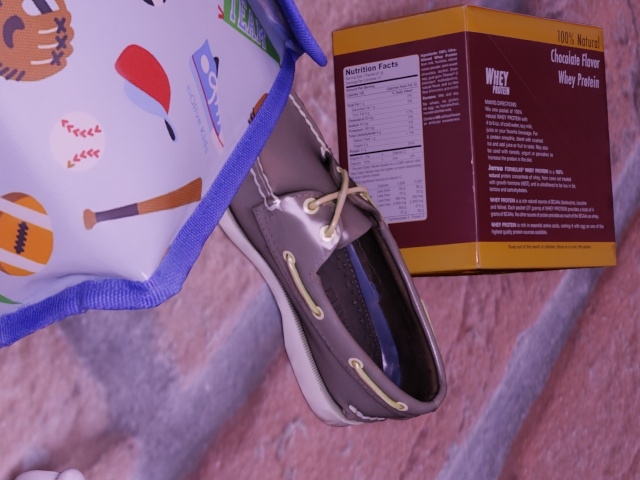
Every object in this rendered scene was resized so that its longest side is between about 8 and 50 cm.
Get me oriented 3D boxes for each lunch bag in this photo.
[{"bbox_3d":[-0.162,-0.173,0.991,0.328,0.239,0.385,62,30,-23],"label":"lunch bag"}]

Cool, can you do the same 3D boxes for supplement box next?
[{"bbox_3d":[0.123,-0.071,1.373,0.191,0.129,0.194,0,86,-49],"label":"supplement box"}]

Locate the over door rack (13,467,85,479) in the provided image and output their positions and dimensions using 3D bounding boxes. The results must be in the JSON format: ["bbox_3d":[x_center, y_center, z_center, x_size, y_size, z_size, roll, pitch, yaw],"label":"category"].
[{"bbox_3d":[-0.098,0.320,1.059,0.324,0.108,0.239,51,39,-32],"label":"over door rack"}]

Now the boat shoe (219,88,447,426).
[{"bbox_3d":[0.003,-0.002,1.255,0.109,0.091,0.305,-43,117,-43],"label":"boat shoe"}]
